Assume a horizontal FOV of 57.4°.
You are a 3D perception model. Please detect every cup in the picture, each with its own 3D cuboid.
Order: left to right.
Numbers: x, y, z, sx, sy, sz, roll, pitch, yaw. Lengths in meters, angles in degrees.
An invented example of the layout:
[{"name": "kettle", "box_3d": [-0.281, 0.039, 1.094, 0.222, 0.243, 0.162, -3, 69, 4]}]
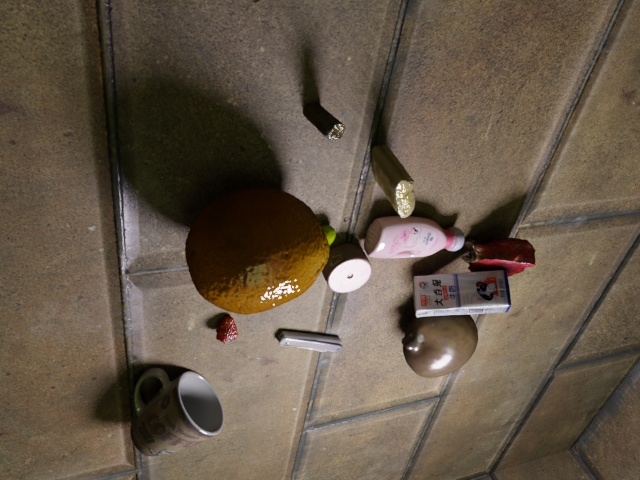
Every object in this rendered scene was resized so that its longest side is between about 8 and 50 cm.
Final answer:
[{"name": "cup", "box_3d": [-0.502, 0.554, 1.887, 0.257, 0.227, 0.301, -33, 107, 10]}]

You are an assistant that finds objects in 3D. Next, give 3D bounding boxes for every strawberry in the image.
[{"name": "strawberry", "box_3d": [-0.293, 0.277, 1.832, 0.073, 0.073, 0.083, -2, 94, -25]}]

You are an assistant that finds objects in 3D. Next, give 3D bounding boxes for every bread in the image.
[{"name": "bread", "box_3d": [0.197, -0.165, 1.588, 0.060, 0.178, 0.139, -21, 137, -6]}]

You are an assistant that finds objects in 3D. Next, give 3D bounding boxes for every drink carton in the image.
[{"name": "drink carton", "box_3d": [0.473, 0.180, 1.978, 0.315, 0.131, 0.106, -4, 159, 8]}]

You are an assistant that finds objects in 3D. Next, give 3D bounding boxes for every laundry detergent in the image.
[{"name": "laundry detergent", "box_3d": [0.304, -0.006, 1.848, 0.335, 0.088, 0.159, 2, 133, -28]}]

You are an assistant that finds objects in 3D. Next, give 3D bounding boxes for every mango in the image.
[{"name": "mango", "box_3d": [0.000, 0.000, 1.720, 0.108, 0.056, 0.073, -41, 162, 11]}]

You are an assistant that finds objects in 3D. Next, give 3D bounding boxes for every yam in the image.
[{"name": "yam", "box_3d": [0.009, -0.289, 1.420, 0.054, 0.132, 0.054, -20, 135, -22]}]

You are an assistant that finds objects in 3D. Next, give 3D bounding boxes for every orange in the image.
[{"name": "orange", "box_3d": [-0.155, 0.026, 1.484, 0.357, 0.322, 0.322, -9, 133, -27]}]

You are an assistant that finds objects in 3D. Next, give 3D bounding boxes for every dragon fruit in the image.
[{"name": "dragon fruit", "box_3d": [0.587, 0.042, 1.999, 0.211, 0.134, 0.262, 12, 160, -18]}]

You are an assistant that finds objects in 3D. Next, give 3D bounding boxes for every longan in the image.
[{"name": "longan", "box_3d": [0.422, 0.359, 2.126, 0.300, 0.243, 0.300, -10, 115, -21]}]

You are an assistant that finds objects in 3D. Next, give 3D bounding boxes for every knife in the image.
[{"name": "knife", "box_3d": [-0.035, 0.358, 2.042, 0.265, 0.041, 0.073, 16, 132, -36]}]

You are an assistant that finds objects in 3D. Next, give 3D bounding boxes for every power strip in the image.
[{"name": "power strip", "box_3d": [0.079, 0.086, 1.825, 0.154, 0.078, 0.154, -12, 133, -13]}]
